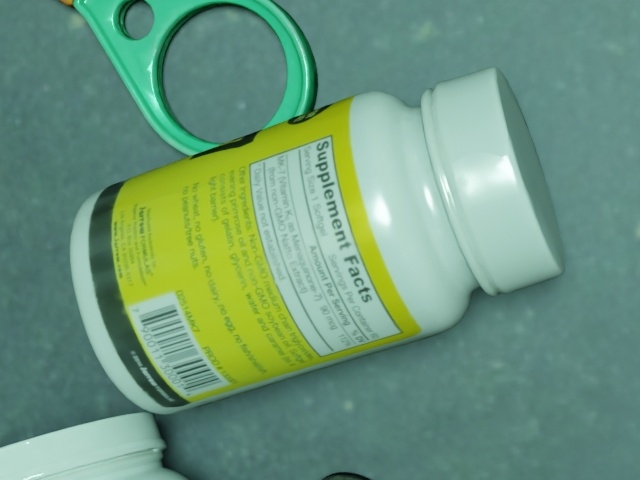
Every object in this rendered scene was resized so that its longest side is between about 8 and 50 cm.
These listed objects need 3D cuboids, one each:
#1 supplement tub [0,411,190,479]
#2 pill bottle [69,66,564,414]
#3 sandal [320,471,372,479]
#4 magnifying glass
[{"bbox_3d":[-0.114,0.198,0.586,0.144,0.144,0.200,-21,79,16],"label":"supplement tub"},{"bbox_3d":[0.000,0.000,0.558,0.208,0.119,0.119,-18,90,16],"label":"pill bottle"},{"bbox_3d":[-0.009,0.208,0.618,0.067,0.040,0.179,17,99,14],"label":"sandal"},{"bbox_3d":[-0.104,-0.122,0.626,0.231,0.026,0.092,34,103,11],"label":"magnifying glass"}]
